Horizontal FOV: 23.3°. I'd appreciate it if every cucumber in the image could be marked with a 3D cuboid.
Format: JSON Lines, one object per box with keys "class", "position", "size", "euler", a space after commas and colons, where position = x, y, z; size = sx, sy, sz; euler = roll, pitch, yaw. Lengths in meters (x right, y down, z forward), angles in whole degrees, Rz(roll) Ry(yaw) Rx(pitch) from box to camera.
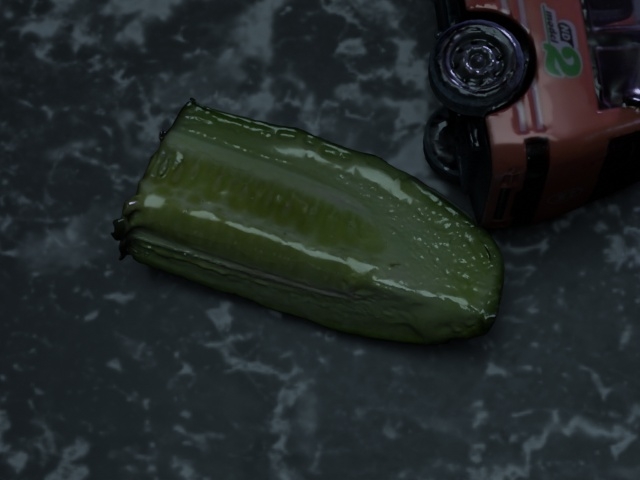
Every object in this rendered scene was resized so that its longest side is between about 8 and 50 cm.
{"class": "cucumber", "position": [0.001, -0.001, 1.314], "size": [0.325, 0.105, 0.145], "euler": [17, 63, 10]}

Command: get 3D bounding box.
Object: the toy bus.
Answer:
{"class": "toy bus", "position": [0.186, -0.237, 1.297], "size": [0.233, 0.203, 0.427], "euler": [-7, 74, 0]}
